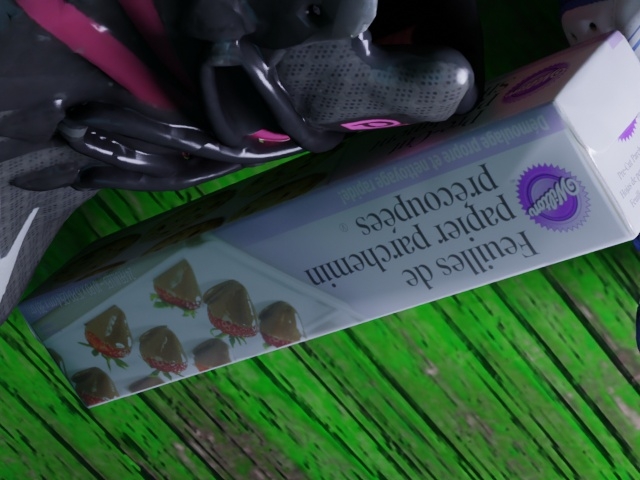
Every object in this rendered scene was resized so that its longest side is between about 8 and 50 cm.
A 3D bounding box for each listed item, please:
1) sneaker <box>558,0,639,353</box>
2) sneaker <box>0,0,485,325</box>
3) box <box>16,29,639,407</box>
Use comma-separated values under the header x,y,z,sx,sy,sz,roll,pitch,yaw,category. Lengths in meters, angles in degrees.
x,y,z,sx,sy,sz,roll,pitch,yaw,category
0.156,-0.069,0.759,0.131,0.112,0.296,21,130,16,sneaker
-0.048,-0.086,0.698,0.202,0.185,0.483,44,126,-2,sneaker
0.000,0.000,0.793,0.324,0.067,0.063,-19,109,42,box
